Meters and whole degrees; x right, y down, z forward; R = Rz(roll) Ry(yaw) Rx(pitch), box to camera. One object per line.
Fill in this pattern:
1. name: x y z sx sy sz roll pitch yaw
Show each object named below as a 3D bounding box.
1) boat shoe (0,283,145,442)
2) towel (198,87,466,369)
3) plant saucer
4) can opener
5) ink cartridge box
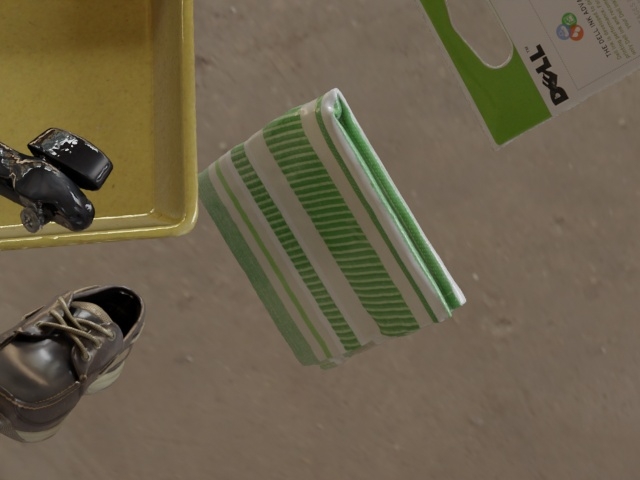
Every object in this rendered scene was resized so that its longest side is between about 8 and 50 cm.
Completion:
1. boat shoe: -0.297 0.117 1.892 0.132 0.355 0.130 35 106 2
2. towel: 0.000 0.000 1.637 0.038 0.325 0.248 -32 92 -27
3. plant saucer: -0.268 -0.128 1.463 0.333 0.081 0.332 -4 66 4
4. can opener: -0.240 -0.056 1.273 0.186 0.059 0.073 20 51 30
5. ink cartridge box: 0.192 -0.203 1.129 0.255 0.097 0.188 -29 89 34
